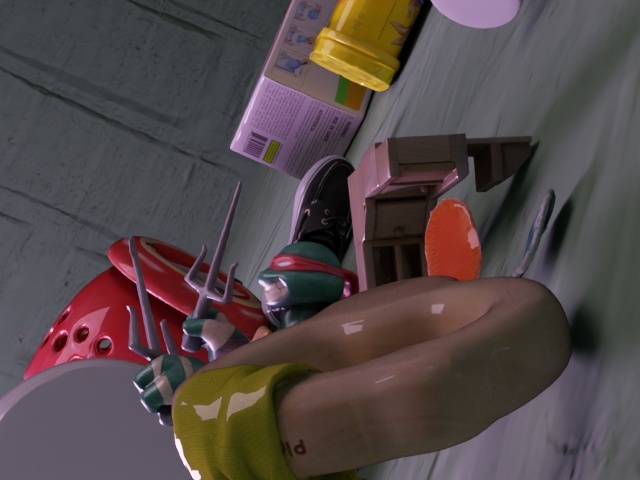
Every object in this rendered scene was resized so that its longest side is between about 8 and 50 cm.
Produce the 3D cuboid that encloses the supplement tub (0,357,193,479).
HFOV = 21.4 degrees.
[{"bbox_3d":[-0.159,0.186,1.198,0.272,0.191,0.191,131,161,-74],"label":"supplement tub"}]

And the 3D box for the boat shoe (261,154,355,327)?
[{"bbox_3d":[0.000,0.000,1.256,0.040,0.049,0.142,-14,52,60],"label":"boat shoe"}]

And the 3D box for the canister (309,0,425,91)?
[{"bbox_3d":[0.059,-0.221,1.452,0.126,0.073,0.169,-152,87,-86],"label":"canister"}]

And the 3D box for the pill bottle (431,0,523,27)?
[{"bbox_3d":[0.094,-0.170,0.877,0.067,0.067,0.120,121,171,-58],"label":"pill bottle"}]

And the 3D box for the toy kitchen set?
[{"bbox_3d":[0.056,-0.003,0.717,0.083,0.068,0.075,136,129,-77],"label":"toy kitchen set"}]

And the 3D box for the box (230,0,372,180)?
[{"bbox_3d":[0.000,-0.171,1.661,0.114,0.103,0.203,119,173,-47],"label":"box"}]

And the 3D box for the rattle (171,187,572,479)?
[{"bbox_3d":[0.042,0.071,0.557,0.130,0.142,0.200,-31,0,18],"label":"rattle"}]

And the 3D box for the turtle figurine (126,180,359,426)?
[{"bbox_3d":[-0.036,0.083,0.827,0.175,0.118,0.234,32,-115,-80],"label":"turtle figurine"}]

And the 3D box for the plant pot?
[{"bbox_3d":[-0.154,0.100,1.571,0.174,0.191,0.191,-61,5,5],"label":"plant pot"}]
